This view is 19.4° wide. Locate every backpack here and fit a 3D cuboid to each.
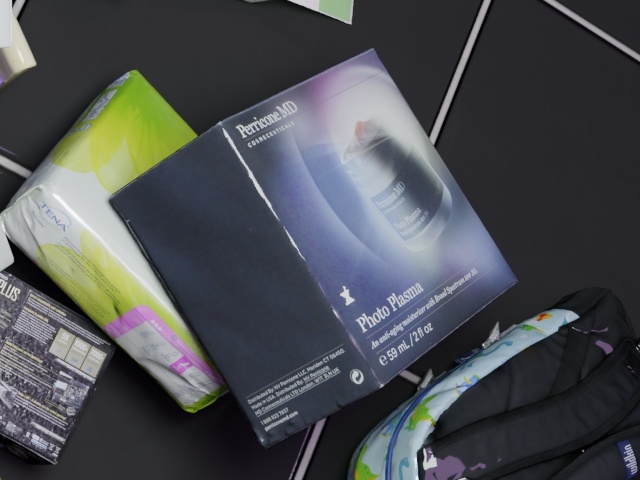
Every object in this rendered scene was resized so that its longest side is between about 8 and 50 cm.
[{"bbox_3d":[0.203,0.249,2.050,0.355,0.273,0.290,-31,101,-48],"label":"backpack"}]

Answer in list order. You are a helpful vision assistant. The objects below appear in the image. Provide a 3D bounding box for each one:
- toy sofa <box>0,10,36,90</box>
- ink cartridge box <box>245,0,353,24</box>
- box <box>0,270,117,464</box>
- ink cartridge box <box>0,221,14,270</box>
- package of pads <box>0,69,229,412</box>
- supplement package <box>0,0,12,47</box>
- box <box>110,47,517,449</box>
[{"bbox_3d":[-0.463,-0.169,1.782,0.362,0.177,0.150,-24,91,-28],"label":"toy sofa"},{"bbox_3d":[-0.052,-0.347,2.085,0.235,0.056,0.171,16,76,-49],"label":"ink cartridge box"},{"bbox_3d":[-0.318,0.121,1.878,0.180,0.077,0.147,32,71,-21],"label":"box"},{"bbox_3d":[-0.458,0.001,1.715,0.306,0.226,0.131,-32,58,-19],"label":"ink cartridge box"},{"bbox_3d":[-0.164,0.005,1.917,0.296,0.101,0.229,47,41,-14],"label":"package of pads"},{"bbox_3d":[-0.380,-0.226,1.688,0.179,0.105,0.105,-7,105,-31],"label":"supplement package"},{"bbox_3d":[0.000,0.000,1.871,0.294,0.183,0.296,57,37,0],"label":"box"}]
